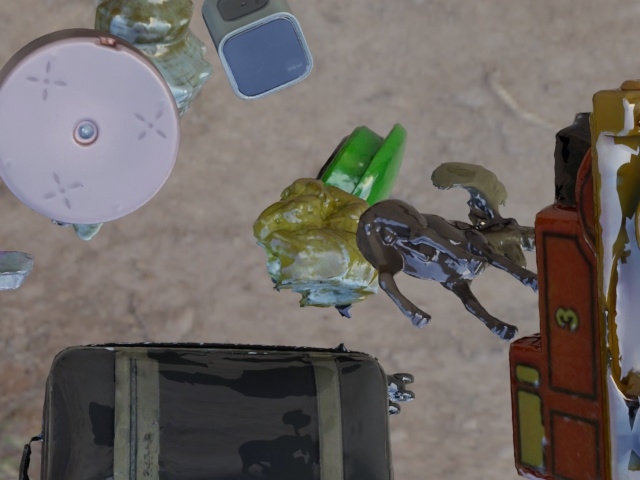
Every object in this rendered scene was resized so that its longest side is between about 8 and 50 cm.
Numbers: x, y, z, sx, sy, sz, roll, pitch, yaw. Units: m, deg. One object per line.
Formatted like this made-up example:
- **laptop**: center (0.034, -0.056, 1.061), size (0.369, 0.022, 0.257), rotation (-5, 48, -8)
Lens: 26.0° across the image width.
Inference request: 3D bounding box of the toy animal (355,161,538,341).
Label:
- **toy animal**: center (0.118, -0.001, 1.160), size (0.214, 0.094, 0.186), rotation (14, -158, -34)

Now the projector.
- **projector**: center (-0.062, -0.198, 1.350), size (0.083, 0.082, 0.083), rotation (-23, 131, -1)

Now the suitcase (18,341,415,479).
- **suitcase**: center (-0.103, 0.260, 1.487), size (0.433, 0.283, 0.194), rotation (2, 159, -11)

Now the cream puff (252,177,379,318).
- **cream puff**: center (0.000, -0.001, 1.422), size (0.121, 0.156, 0.156), rotation (-23, 148, 15)

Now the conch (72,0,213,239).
- **conch**: center (-0.253, -0.178, 1.653), size (0.203, 0.386, 0.169), rotation (31, -168, 13)

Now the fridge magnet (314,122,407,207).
- **fridge magnet**: center (0.034, -0.056, 1.666), size (0.088, 0.208, 0.208), rotation (34, 155, -1)

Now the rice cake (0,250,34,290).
- **rice cake**: center (-0.385, 0.037, 1.373), size (0.206, 0.036, 0.047), rotation (-6, 163, -27)

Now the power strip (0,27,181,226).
- **power strip**: center (-0.189, -0.089, 1.099), size (0.154, 0.154, 0.078), rotation (16, -169, -18)

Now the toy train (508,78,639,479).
- **toy train**: center (0.240, 0.065, 0.957), size (0.163, 0.369, 0.231), rotation (-10, -170, -35)
